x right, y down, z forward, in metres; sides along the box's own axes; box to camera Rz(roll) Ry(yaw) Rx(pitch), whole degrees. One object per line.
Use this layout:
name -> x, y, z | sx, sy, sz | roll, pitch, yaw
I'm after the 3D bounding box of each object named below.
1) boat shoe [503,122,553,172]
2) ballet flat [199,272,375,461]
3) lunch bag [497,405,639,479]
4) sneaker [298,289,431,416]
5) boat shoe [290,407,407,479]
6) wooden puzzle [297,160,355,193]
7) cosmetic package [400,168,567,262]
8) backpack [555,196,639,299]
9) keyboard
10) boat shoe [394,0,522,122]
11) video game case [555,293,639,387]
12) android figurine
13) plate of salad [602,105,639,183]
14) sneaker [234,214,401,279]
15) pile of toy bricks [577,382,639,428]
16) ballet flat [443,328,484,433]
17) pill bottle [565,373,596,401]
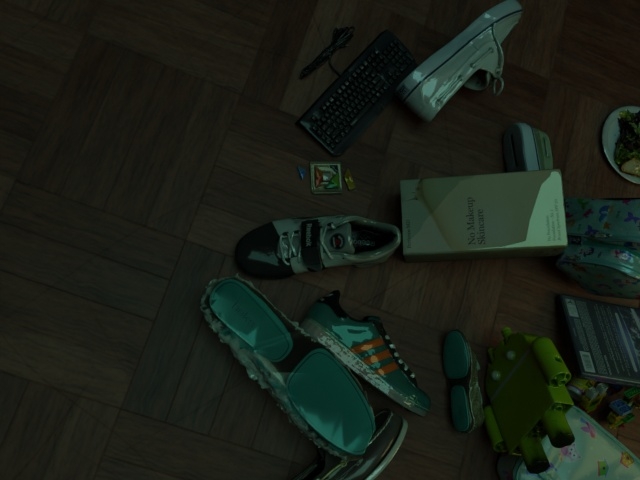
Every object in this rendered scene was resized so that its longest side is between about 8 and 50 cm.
boat shoe -> 0.472, -0.119, 1.354 | 0.094, 0.109, 0.303 | 4, 75, -16
ballet flat -> -0.061, 0.228, 1.136 | 0.147, 0.147, 0.409 | -40, 82, -18
lunch bag -> 0.506, 0.477, 1.229 | 0.279, 0.108, 0.224 | 42, 72, -2
sneaker -> 0.106, 0.216, 1.194 | 0.302, 0.108, 0.121 | 39, 76, -2
boat shoe -> 0.023, 0.420, 1.129 | 0.324, 0.116, 0.097 | -42, 93, -12
wooden puzzle -> 0.013, -0.134, 1.297 | 0.116, 0.014, 0.079 | -9, 80, -14
cosmetic package -> 0.318, -0.045, 1.240 | 0.309, 0.113, 0.160 | -4, 79, 9
backpack -> 0.619, 0.011, 1.254 | 0.225, 0.253, 0.191 | 32, 66, -36
keyboard -> 0.061, -0.351, 1.347 | 0.201, 0.033, 0.317 | 41, 72, -2
boat shoe -> 0.342, -0.381, 1.362 | 0.367, 0.136, 0.156 | -40, 89, -18
video game case -> 0.649, 0.221, 1.318 | 0.274, 0.026, 0.196 | 11, 49, -11
android figurine -> 0.386, 0.289, 1.180 | 0.056, 0.248, 0.273 | 10, 39, -16
plate of salad -> 0.765, -0.232, 1.475 | 0.199, 0.048, 0.200 | 3, 77, -12
sneaker -> 0.000, 0.000, 1.199 | 0.330, 0.146, 0.123 | -8, 81, -13
pile of toy bricks -> 0.641, 0.353, 1.299 | 0.212, 0.105, 0.118 | -10, 35, -31
ballet flat -> 0.294, 0.283, 1.254 | 0.067, 0.073, 0.206 | 7, 78, -40
pill bottle -> 0.561, 0.298, 1.314 | 0.043, 0.043, 0.083 | 44, 73, -1
